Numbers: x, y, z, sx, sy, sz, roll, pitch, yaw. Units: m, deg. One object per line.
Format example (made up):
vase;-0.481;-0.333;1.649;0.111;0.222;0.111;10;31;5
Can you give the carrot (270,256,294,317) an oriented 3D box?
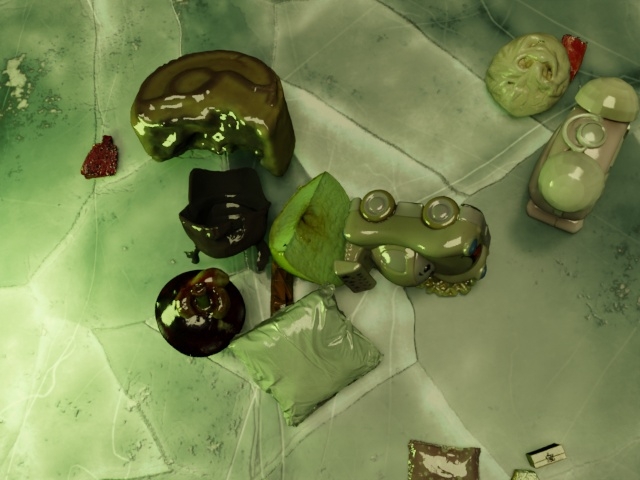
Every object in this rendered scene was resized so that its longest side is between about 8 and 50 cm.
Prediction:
carrot;-0.099;0.129;1.889;0.069;0.069;0.228;-3;76;6

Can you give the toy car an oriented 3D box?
toy car;0.226;0.026;1.752;0.336;0.242;0.226;9;72;23

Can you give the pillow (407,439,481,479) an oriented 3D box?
pillow;0.303;0.553;1.752;0.185;0.043;0.118;3;79;7

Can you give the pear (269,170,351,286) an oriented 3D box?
pear;-0.004;0.004;1.870;0.239;0.139;0.288;39;57;-23

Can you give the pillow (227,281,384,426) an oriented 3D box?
pillow;-0.027;0.284;1.788;0.310;0.138;0.283;-33;102;1

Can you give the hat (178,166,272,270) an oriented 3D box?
hat;-0.250;-0.046;1.911;0.238;0.209;0.336;-4;37;-7

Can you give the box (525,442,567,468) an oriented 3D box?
box;0.537;0.514;1.715;0.079;0.083;0.035;-20;76;0

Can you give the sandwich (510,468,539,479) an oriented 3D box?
sandwich;0.500;0.601;1.723;0.105;0.036;0.093;33;82;12

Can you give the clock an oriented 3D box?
clock;0.634;-0.201;1.749;0.184;0.326;0.342;20;80;12

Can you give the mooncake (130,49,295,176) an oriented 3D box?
mooncake;-0.280;-0.316;1.889;0.394;0.246;0.393;-30;59;-15

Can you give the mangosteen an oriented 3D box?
mangosteen;-0.299;0.170;1.795;0.228;0.265;0.228;5;63;-10

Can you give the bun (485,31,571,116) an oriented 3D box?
bun;0.543;-0.442;1.886;0.231;0.133;0.231;-4;82;26

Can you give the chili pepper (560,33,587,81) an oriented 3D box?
chili pepper;0.667;-0.488;1.945;0.070;0.073;0.123;7;71;50

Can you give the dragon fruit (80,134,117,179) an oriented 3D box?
dragon fruit;-0.632;-0.235;2.043;0.097;0.063;0.131;7;76;-25

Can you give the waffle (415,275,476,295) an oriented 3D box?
waffle;0.323;0.055;1.871;0.169;0.036;0.183;5;77;9
